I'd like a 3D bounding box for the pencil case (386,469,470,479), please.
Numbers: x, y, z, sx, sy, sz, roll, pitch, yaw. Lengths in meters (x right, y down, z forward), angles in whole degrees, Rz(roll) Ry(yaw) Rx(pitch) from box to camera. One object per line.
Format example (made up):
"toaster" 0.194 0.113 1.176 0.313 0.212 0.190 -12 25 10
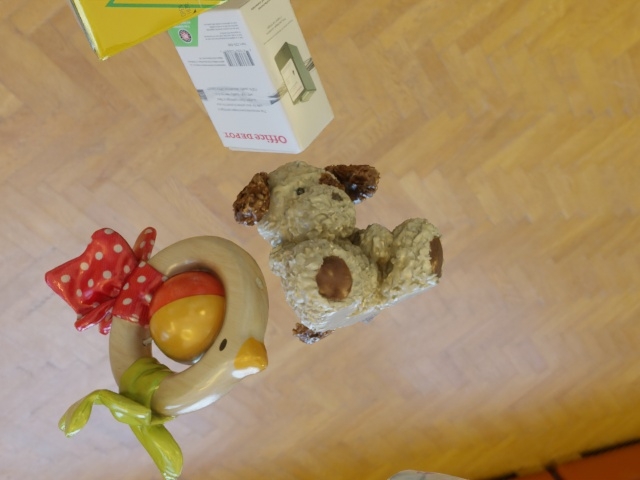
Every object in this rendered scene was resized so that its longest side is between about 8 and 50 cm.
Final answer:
"pencil case" 0.167 0.296 0.786 0.124 0.273 0.114 -44 117 -33

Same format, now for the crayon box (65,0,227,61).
"crayon box" -0.140 -0.363 0.814 0.313 0.363 0.106 -28 139 -8

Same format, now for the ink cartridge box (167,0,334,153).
"ink cartridge box" -0.128 -0.311 1.515 0.121 0.211 0.289 -49 132 -32

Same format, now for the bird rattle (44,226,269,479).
"bird rattle" -0.135 0.080 0.757 0.206 0.254 0.143 -26 134 17

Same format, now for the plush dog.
"plush dog" 0.000 0.000 1.098 0.262 0.226 0.210 -11 162 -41
